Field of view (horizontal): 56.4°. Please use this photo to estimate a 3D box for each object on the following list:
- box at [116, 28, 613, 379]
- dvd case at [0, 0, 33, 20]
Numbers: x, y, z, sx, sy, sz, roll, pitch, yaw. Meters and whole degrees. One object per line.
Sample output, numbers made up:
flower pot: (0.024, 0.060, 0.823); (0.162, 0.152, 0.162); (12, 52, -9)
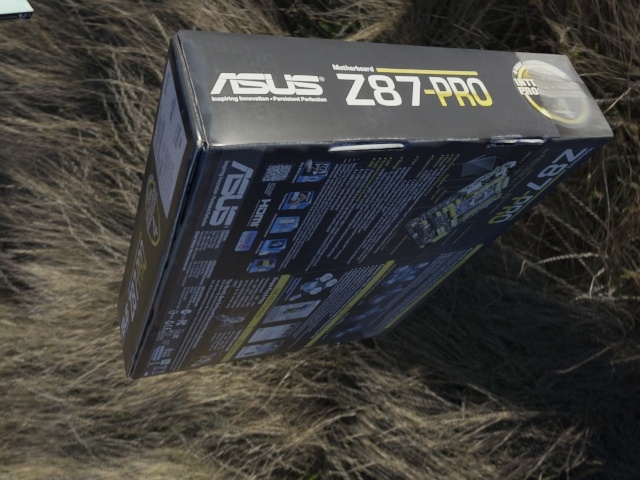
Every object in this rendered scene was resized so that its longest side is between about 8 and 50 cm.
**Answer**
box: (0.000, 0.000, 0.535); (0.395, 0.318, 0.097); (124, 135, -53)
dvd case: (-0.330, -0.231, 0.529); (0.013, 0.119, 0.087); (-32, 94, 37)
